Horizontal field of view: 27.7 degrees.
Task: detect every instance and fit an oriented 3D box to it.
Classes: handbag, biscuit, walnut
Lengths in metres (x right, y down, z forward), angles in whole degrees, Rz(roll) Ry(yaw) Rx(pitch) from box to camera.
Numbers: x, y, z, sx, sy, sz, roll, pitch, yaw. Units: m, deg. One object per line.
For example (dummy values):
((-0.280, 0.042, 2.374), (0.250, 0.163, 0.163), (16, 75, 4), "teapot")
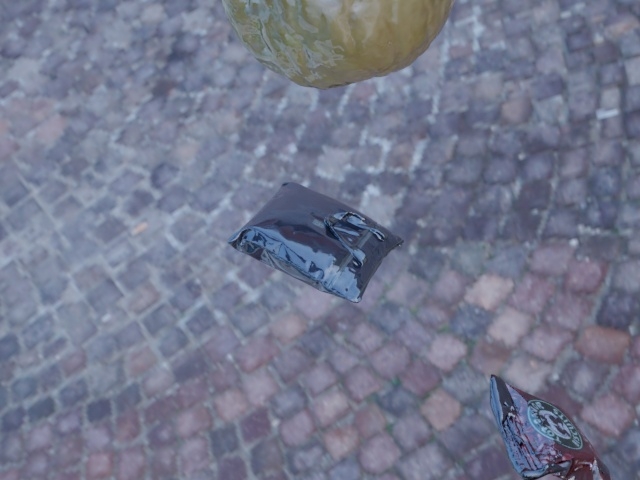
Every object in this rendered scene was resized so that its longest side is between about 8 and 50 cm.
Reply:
((0.000, 0.000, 1.902), (0.211, 0.089, 0.254), (25, 26, 7), "handbag")
((0.304, 0.266, 1.639), (0.063, 0.235, 0.151), (-47, 38, 16), "biscuit")
((0.015, -0.244, 1.086), (0.228, 0.228, 0.228), (-13, 48, 15), "walnut")
